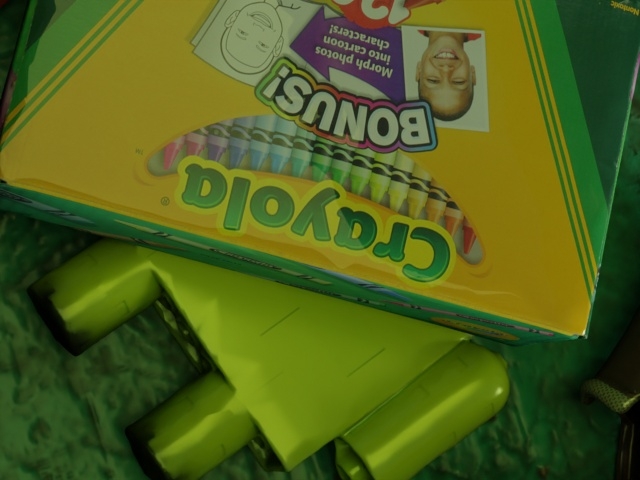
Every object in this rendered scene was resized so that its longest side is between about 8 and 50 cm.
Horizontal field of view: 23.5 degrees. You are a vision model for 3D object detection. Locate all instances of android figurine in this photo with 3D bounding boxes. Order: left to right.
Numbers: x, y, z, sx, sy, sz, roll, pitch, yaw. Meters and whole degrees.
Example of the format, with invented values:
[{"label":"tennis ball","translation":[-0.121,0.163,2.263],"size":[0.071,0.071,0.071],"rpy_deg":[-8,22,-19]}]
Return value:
[{"label":"android figurine","translation":[0.000,0.000,0.773],"size":[0.273,0.056,0.248],"rpy_deg":[-33,92,-18]}]

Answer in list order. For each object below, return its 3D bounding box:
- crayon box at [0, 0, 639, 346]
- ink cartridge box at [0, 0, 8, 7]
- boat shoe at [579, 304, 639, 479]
[{"label":"crayon box","translation":[-0.001,-0.064,0.707],"size":[0.278,0.081,0.165],"rpy_deg":[15,80,-15]},{"label":"ink cartridge box","translation":[-0.144,-0.158,0.714],"size":[0.029,0.115,0.063],"rpy_deg":[15,40,19]},{"label":"boat shoe","translation":[0.186,0.075,0.802],"size":[0.095,0.095,0.257],"rpy_deg":[2,81,-12]}]
